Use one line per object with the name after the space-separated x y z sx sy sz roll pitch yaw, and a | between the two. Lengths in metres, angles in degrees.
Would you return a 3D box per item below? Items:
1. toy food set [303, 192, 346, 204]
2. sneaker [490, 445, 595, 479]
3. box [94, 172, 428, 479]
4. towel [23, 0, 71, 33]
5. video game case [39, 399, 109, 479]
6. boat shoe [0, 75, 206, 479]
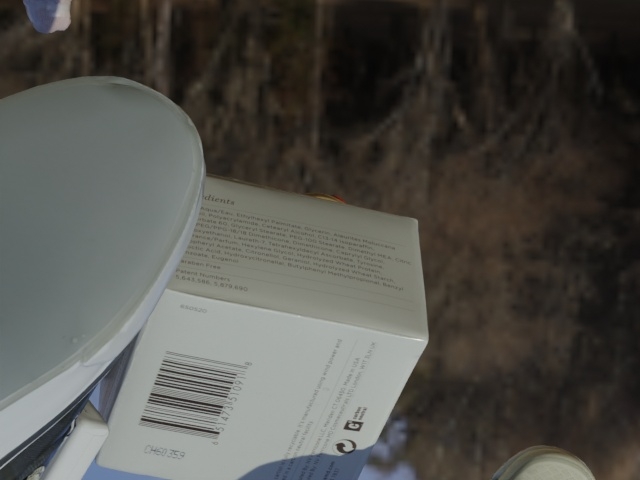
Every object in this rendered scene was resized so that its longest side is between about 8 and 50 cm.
0.000 0.000 1.464 0.083 0.082 0.020 9 160 -18 | toy food set
0.121 0.255 1.099 0.110 0.292 0.118 21 154 -4 | sneaker
-0.042 0.067 1.210 0.182 0.181 0.119 11 -138 -13 | box
-0.274 -0.404 1.617 0.053 0.317 0.332 -9 144 0 | towel
-0.229 0.139 1.059 0.026 0.227 0.206 20 -163 -44 | video game case
-0.149 0.074 0.677 0.113 0.306 0.105 30 165 15 | boat shoe
